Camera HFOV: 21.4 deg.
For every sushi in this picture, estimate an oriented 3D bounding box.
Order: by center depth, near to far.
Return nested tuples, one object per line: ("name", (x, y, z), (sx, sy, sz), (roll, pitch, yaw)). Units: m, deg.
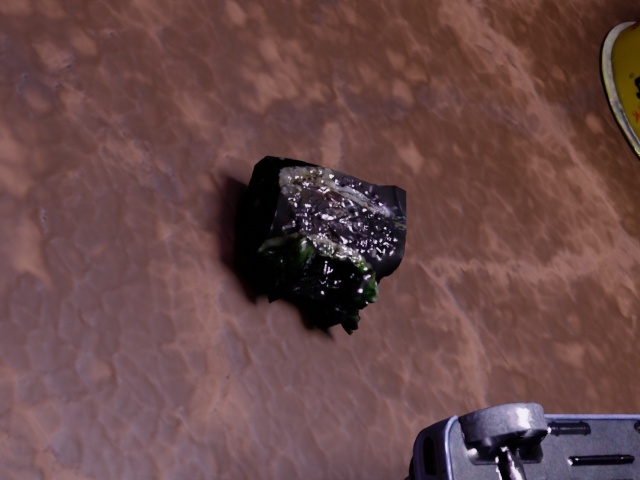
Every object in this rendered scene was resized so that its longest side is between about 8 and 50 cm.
("sushi", (0.000, 0.000, 0.954), (0.083, 0.056, 0.084), (28, 45, -28))

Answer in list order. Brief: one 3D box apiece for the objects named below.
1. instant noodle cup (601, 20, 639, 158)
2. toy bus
("instant noodle cup", (0.331, -0.128, 1.306), (0.182, 0.144, 0.182), (26, 47, -30))
("toy bus", (0.138, 0.163, 0.917), (0.292, 0.133, 0.125), (6, 64, -45))
